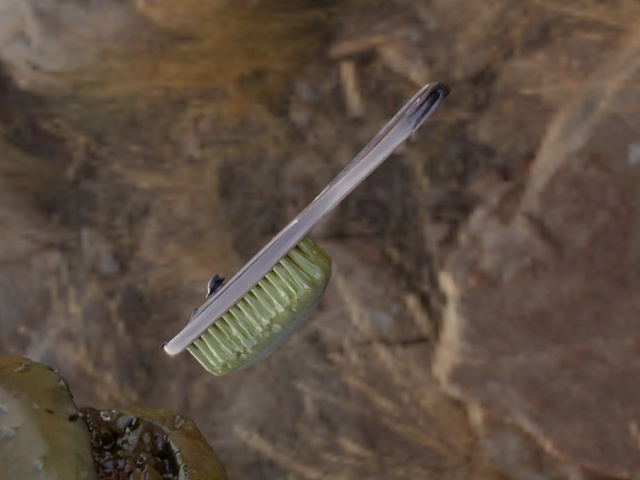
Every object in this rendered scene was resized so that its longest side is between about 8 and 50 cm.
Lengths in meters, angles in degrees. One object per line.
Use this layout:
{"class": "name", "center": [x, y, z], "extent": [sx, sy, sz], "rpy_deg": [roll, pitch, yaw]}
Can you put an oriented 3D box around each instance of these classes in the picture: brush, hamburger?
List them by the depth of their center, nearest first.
{"class": "hamburger", "center": [-0.116, 0.140, 0.704], "extent": [0.185, 0.113, 0.177], "rpy_deg": [-45, 48, 34]}
{"class": "brush", "center": [0.002, 0.000, 1.299], "extent": [0.067, 0.072, 0.313], "rpy_deg": [40, 123, -8]}
